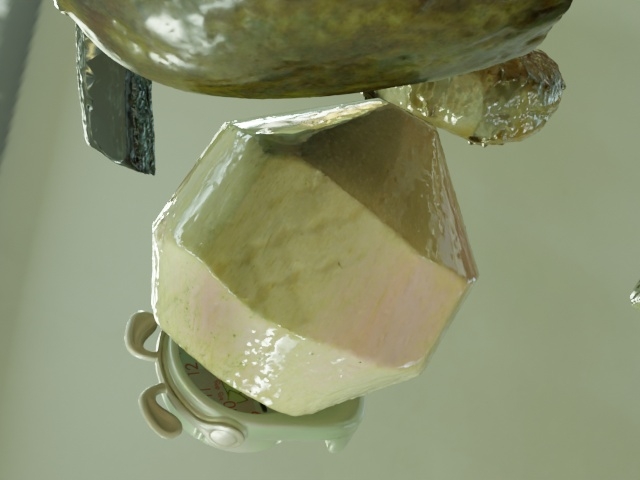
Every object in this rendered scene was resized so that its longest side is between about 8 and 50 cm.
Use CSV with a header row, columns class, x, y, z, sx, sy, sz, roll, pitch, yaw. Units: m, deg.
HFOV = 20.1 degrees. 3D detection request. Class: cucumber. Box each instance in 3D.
class,x,y,z,sx,sy,sz,roll,pitch,yaw
cucumber,-0.192,-0.165,1.652,0.070,0.220,0.046,2,-166,10

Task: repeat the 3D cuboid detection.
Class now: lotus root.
class,x,y,z,sx,sy,sz,roll,pitch,yaw
lotus root,-0.012,-0.220,1.233,0.346,0.250,0.250,-5,-125,-10

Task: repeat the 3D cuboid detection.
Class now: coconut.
class,x,y,z,sx,sy,sz,roll,pitch,yaw
coconut,0.000,0.000,1.388,0.259,0.259,0.259,19,-134,-20

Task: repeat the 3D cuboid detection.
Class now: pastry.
class,x,y,z,sx,sy,sz,roll,pitch,yaw
pastry,0.135,-0.174,1.905,0.257,0.120,0.236,9,-160,-33

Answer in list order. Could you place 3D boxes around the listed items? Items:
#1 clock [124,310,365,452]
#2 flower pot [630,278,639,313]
class,x,y,z,sx,sy,sz,roll,pitch,yaw
clock,-0.067,0.108,1.502,0.191,0.062,0.151,-2,-125,-22
flower pot,0.360,0.041,1.358,0.203,0.212,0.212,37,-138,3
